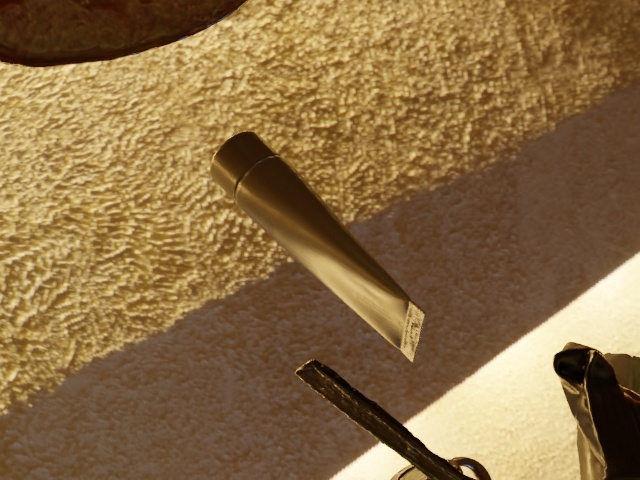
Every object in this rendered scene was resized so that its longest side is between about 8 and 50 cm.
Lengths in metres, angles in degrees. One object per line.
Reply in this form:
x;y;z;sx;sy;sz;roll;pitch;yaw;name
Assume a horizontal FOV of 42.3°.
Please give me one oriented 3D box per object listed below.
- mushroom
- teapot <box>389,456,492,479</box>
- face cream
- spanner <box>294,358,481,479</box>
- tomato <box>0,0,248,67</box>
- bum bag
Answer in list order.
0.305;0.222;0.865;0.081;0.092;0.223;23;-123;-7;mushroom
0.165;0.370;1.120;0.148;0.116;0.146;-30;-85;-58;teapot
0.000;0.000;0.993;0.084;0.341;0.137;-36;-24;-20;face cream
0.106;0.239;0.922;0.325;0.093;0.026;38;-147;4;spanner
-0.170;-0.289;0.594;0.338;0.143;0.338;2;-76;6;tomato
0.280;0.202;0.594;0.326;0.079;0.142;41;-156;-6;bum bag
